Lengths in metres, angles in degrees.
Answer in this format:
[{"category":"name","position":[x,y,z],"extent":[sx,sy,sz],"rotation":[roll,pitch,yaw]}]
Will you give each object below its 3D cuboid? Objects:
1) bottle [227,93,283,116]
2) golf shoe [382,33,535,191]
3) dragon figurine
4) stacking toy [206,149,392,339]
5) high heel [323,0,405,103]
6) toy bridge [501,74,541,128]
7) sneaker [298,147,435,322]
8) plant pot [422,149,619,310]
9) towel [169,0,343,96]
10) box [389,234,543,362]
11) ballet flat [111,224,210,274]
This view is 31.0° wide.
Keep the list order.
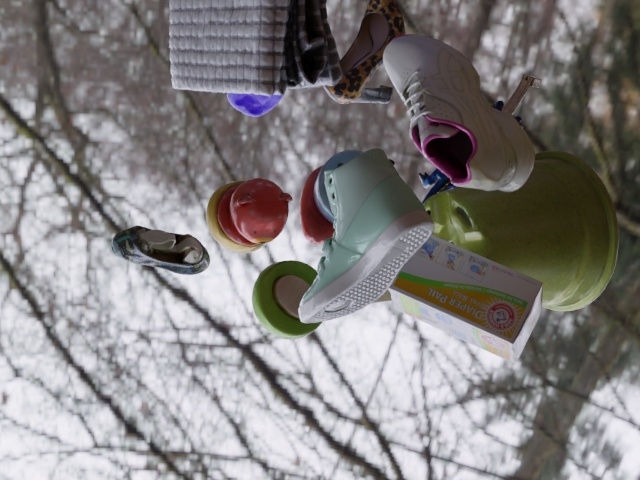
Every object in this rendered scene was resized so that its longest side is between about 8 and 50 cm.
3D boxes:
[{"category":"bottle","position":[-0.109,-0.361,2.145],"extent":[0.092,0.118,0.283],"rotation":[29,-137,-26]},{"category":"golf shoe","position":[0.173,-0.188,1.654],"extent":[0.140,0.115,0.306],"rotation":[-14,-126,-41]},{"category":"dragon figurine","position":[0.256,-0.134,2.081],"extent":[0.085,0.144,0.289],"rotation":[43,-118,-7]},{"category":"stacking toy","position":[0.000,0.000,1.871],"extent":[0.309,0.130,0.280],"rotation":[-17,-94,-26]},{"category":"high heel","position":[0.081,-0.406,2.333],"extent":[0.093,0.261,0.186],"rotation":[8,-172,43]},{"category":"toy bridge","position":[0.320,-0.193,1.968],"extent":[0.026,0.188,0.063],"rotation":[30,-161,30]},{"category":"sneaker","position":[0.036,-0.007,1.481],"extent":[0.094,0.256,0.151],"rotation":[-2,-124,-41]},{"category":"plant pot","position":[0.301,-0.001,1.899],"extent":[0.254,0.276,0.276],"rotation":[-9,-142,-34]},{"category":"towel","position":[-0.084,-0.296,1.416],"extent":[0.121,0.235,0.283],"rotation":[-3,-172,-33]},{"category":"box","position":[0.217,0.083,1.700],"extent":[0.203,0.114,0.103],"rotation":[24,-105,17]},{"category":"ballet flat","position":[-0.230,0.013,1.771],"extent":[0.188,0.070,0.070],"rotation":[6,-153,-46]}]
